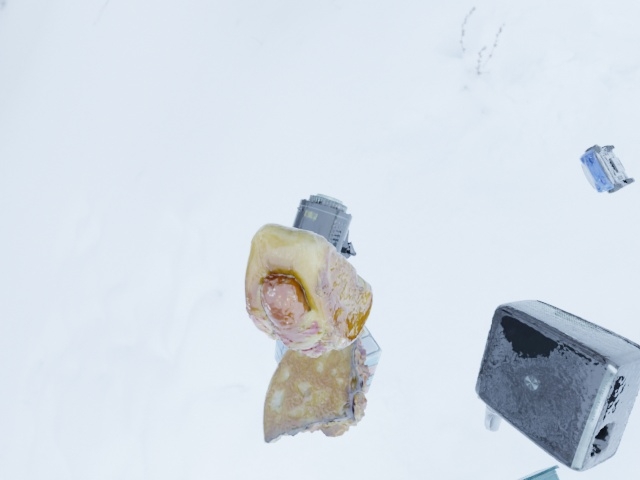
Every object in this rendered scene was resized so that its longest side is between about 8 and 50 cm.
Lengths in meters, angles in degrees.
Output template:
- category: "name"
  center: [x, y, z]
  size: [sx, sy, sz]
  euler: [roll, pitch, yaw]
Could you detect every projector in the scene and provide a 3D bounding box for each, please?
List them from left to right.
- category: "projector"
  center: [0.761, 0.442, 1.356]
  size: [0.405, 0.242, 0.395]
  euler: [31, 120, 56]

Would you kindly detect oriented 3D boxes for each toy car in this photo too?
- category: "toy car"
  center: [0.598, -0.147, 0.880]
  size: [0.063, 0.216, 0.103]
  euler: [-33, 76, 45]

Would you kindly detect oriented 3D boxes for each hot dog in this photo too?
- category: "hot dog"
  center: [-0.020, 0.093, 0.636]
  size: [0.150, 0.257, 0.153]
  euler: [11, 69, 31]

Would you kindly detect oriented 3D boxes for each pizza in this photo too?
- category: "pizza"
  center: [0.007, 0.352, 1.048]
  size: [0.277, 0.114, 0.409]
  euler: [22, 73, 37]

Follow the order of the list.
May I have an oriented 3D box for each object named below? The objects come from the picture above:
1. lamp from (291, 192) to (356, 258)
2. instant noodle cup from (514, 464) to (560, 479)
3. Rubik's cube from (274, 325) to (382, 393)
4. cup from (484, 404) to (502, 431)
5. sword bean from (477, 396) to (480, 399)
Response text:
- category: "lamp"
  center: [-0.014, -0.033, 1.493]
  size: [0.205, 0.374, 0.272]
  euler: [18, 110, 41]
- category: "instant noodle cup"
  center: [0.760, 0.858, 1.456]
  size: [0.157, 0.179, 0.070]
  euler: [-18, 55, -10]
- category: "Rubik's cube"
  center: [0.013, 0.374, 1.347]
  size: [0.259, 0.253, 0.256]
  euler: [54, 148, 38]
- category: "cup"
  center: [0.712, 0.736, 1.718]
  size: [0.074, 0.104, 0.116]
  euler: [20, 120, 37]
- category: "sword bean"
  center: [0.793, 0.680, 1.741]
  size: [0.269, 0.043, 0.038]
  euler: [-6, 89, 51]
